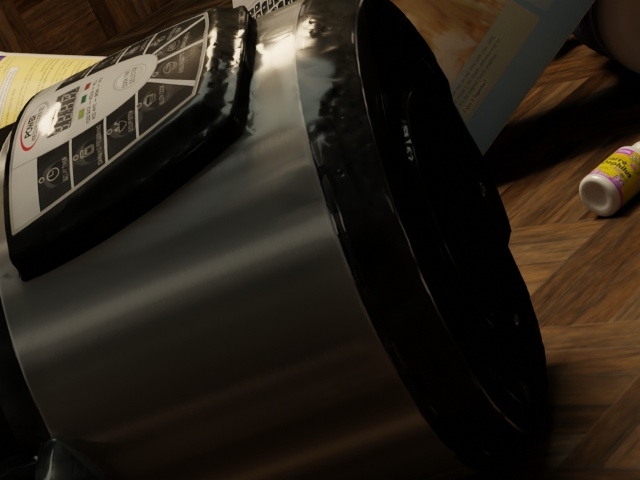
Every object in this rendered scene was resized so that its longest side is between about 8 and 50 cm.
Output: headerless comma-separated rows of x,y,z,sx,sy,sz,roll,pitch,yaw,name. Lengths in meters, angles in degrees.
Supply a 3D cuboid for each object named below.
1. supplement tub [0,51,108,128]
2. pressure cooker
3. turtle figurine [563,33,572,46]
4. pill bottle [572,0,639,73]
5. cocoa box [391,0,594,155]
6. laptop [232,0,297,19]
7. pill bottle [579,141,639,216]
-0.255,-0.099,2.035,0.331,0.241,0.241,4,24,12,supplement tub
-0.083,0.051,1.254,0.420,0.376,0.370,-21,-14,18,pressure cooker
0.304,-0.292,2.182,0.217,0.087,0.269,-12,-8,21,turtle figurine
0.360,-0.280,1.973,0.153,0.153,0.265,-26,16,-1,pill bottle
0.145,-0.260,1.843,0.347,0.231,0.228,-56,5,26,cocoa box
-0.129,-0.308,2.501,0.236,0.408,0.382,2,-16,-28,laptop
0.281,-0.060,1.602,0.083,0.043,0.043,-38,20,-35,pill bottle
